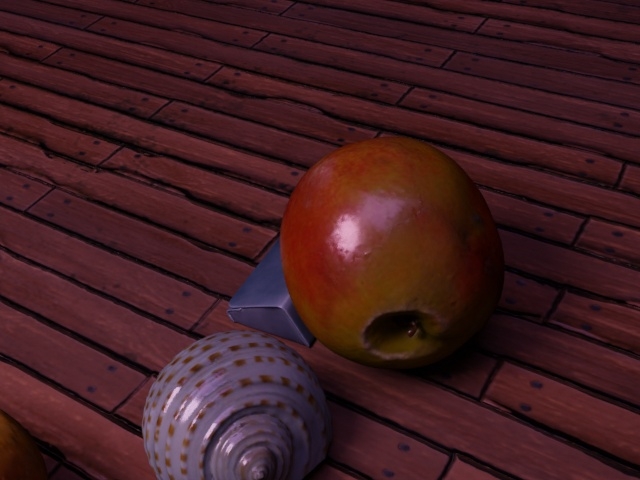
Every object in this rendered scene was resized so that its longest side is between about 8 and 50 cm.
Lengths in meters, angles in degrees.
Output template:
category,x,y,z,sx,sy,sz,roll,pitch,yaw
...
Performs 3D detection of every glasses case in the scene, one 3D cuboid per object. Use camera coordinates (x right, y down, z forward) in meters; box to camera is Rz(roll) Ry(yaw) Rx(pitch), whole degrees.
category,x,y,z,sx,sy,sz,roll,pitch,yaw
glasses case,0.000,0.000,0.914,0.105,0.056,0.266,15,46,23

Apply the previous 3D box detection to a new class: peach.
category,x,y,z,sx,sy,sz,roll,pitch,yaw
peach,0.072,0.010,0.773,0.231,0.230,0.231,-4,42,4

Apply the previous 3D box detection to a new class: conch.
category,x,y,z,sx,sy,sz,roll,pitch,yaw
conch,-0.083,0.146,0.707,0.172,0.131,0.200,-25,45,-17

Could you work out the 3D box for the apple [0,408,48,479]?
category,x,y,z,sx,sy,sz,roll,pitch,yaw
apple,-0.339,0.217,0.628,0.211,0.173,0.235,-3,18,-37
